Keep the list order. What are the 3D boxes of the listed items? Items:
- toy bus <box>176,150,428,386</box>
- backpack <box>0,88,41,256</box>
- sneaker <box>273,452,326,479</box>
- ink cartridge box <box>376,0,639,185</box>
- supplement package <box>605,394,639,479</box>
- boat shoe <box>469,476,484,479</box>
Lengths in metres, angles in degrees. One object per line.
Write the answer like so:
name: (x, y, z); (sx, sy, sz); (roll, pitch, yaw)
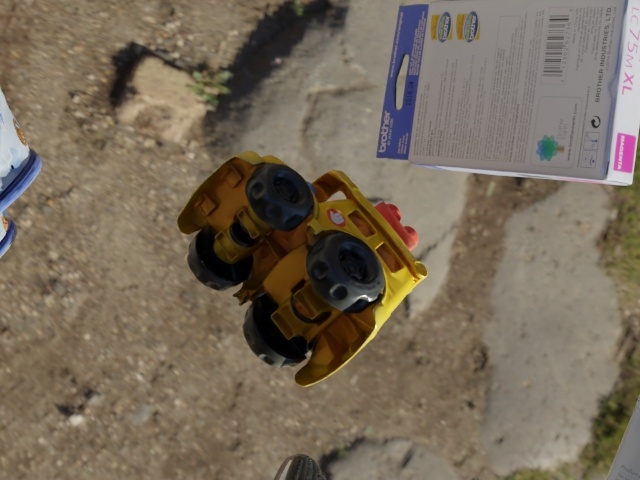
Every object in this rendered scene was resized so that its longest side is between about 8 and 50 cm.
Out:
toy bus: (0.000, 0.000, 1.314); (0.220, 0.149, 0.211); (50, 42, 4)
backpack: (-0.388, -0.045, 1.169); (0.213, 0.263, 0.276); (58, 30, -26)
sneaker: (-0.085, 0.339, 1.267); (0.106, 0.162, 0.281); (53, 36, -41)
ink cartridge box: (0.199, -0.162, 1.396); (0.065, 0.311, 0.186); (7, 91, -46)
supplement package: (0.308, 0.185, 1.074); (0.105, 0.105, 0.179); (6, 107, -56)
boat shoe: (0.058, 0.144, 0.487); (0.105, 0.306, 0.113); (6, 73, 9)
